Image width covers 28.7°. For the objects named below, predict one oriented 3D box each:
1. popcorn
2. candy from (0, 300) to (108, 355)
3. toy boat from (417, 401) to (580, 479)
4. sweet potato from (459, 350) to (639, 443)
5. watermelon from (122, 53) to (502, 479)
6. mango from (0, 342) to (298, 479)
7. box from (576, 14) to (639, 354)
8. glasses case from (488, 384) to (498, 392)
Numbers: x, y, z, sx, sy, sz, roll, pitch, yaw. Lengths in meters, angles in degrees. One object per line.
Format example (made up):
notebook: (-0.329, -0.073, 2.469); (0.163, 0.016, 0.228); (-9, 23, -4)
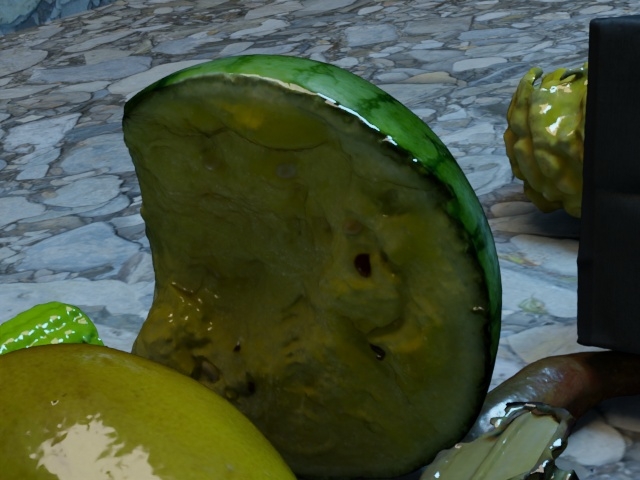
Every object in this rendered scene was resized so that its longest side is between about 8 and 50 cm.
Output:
popcorn: (0.314, -0.111, 1.308); (0.250, 0.190, 0.250); (-13, 24, 6)
candy: (-0.281, 0.131, 1.062); (0.209, 0.097, 0.096); (-33, 31, -34)
toy boat: (0.063, 0.252, 0.589); (0.162, 0.136, 0.445); (-5, 25, 30)
sweet potato: (0.177, 0.123, 0.953); (0.255, 0.058, 0.078); (-18, 40, -28)
watermelon: (0.000, 0.000, 0.928); (0.330, 0.331, 0.189); (2, 35, 24)
mango: (-0.134, 0.173, 0.798); (0.317, 0.173, 0.211); (19, 34, 38)
box: (0.371, -0.053, 0.981); (0.204, 0.251, 0.345); (10, 15, 40)
glasses case: (0.116, 0.136, 0.986); (0.083, 0.021, 0.032); (-21, 27, -28)
